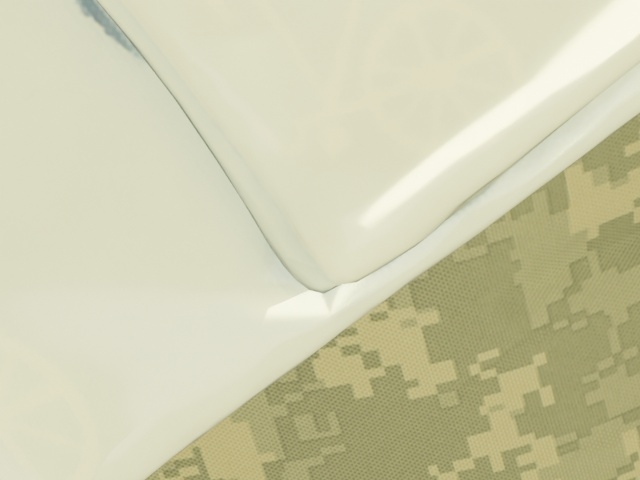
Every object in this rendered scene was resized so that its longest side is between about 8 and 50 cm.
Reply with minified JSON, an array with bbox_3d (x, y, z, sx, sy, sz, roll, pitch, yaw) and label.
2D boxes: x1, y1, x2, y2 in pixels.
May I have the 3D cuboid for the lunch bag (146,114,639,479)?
[{"bbox_3d":[0.000,0.000,0.544,0.287,0.169,0.235,-7,121,15],"label":"lunch bag"}]

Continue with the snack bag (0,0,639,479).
[{"bbox_3d":[-0.088,-0.107,0.409,0.342,0.037,0.323,-38,95,18],"label":"snack bag"}]
